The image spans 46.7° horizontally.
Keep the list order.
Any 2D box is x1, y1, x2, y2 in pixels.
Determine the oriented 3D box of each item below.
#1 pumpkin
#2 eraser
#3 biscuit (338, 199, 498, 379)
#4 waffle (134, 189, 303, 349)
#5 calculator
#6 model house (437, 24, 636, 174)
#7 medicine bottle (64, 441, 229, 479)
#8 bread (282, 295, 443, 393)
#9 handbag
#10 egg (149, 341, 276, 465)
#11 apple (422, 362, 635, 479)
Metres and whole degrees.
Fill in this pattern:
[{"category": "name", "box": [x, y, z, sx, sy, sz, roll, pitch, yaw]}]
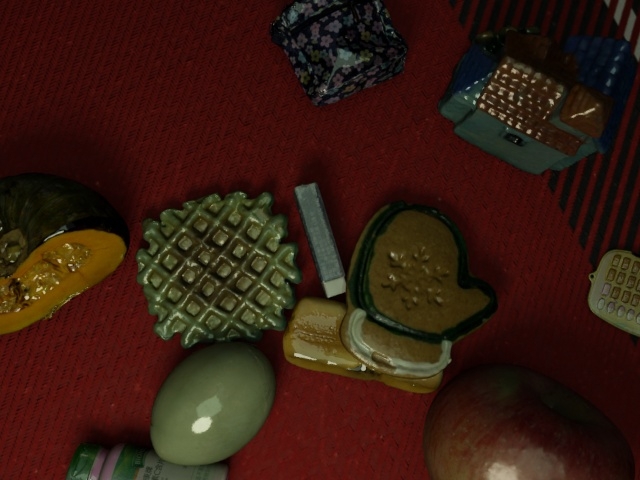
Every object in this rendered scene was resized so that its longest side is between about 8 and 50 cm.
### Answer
[{"category": "pumpkin", "box": [-0.511, 0.002, 1.338, 0.325, 0.242, 0.232, -30, 58, 1]}, {"category": "eraser", "box": [0.000, 0.000, 1.390, 0.046, 0.092, 0.212, -17, 88, -4]}, {"category": "biscuit", "box": [0.186, 0.091, 1.344, 0.288, 0.057, 0.343, 20, 63, -5]}, {"category": "waffle", "box": [-0.190, 0.056, 1.396, 0.310, 0.056, 0.291, -11, 86, -2]}, {"category": "calculator", "box": [0.628, 0.109, 1.429, 0.237, 0.033, 0.157, 22, 86, 2]}, {"category": "model house", "box": [0.400, -0.277, 1.305, 0.295, 0.329, 0.251, 27, 89, -1]}, {"category": "medicine bottle", "box": [-0.310, 0.440, 1.327, 0.274, 0.133, 0.133, 11, 85, 0]}, {"category": "bread", "box": [0.085, 0.192, 1.376, 0.306, 0.091, 0.141, 12, 70, 0]}, {"category": "handbag", "box": [0.033, -0.377, 1.401, 0.229, 0.127, 0.207, -26, 81, -3]}, {"category": "egg", "box": [-0.189, 0.288, 1.311, 0.186, 0.186, 0.253, 44, 71, 2]}, {"category": "apple", "box": [0.338, 0.375, 1.266, 0.345, 0.345, 0.269, 28, 107, 1]}]
